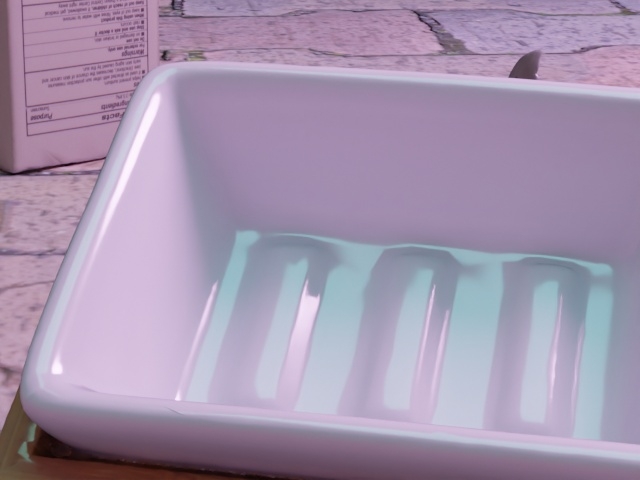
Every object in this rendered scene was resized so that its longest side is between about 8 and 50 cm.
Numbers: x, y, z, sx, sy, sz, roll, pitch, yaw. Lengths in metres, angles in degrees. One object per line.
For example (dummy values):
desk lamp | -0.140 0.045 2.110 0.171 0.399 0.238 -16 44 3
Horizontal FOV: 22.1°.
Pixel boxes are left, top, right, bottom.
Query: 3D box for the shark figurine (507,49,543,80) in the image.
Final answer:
shark figurine | 0.190 -0.085 1.223 0.278 0.116 0.166 11 21 34

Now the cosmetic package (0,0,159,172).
cosmetic package | -0.224 -0.218 1.306 0.153 0.296 0.129 -13 21 -42

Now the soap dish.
soap dish | 0.037 0.039 0.682 0.291 0.118 0.229 5 47 10
